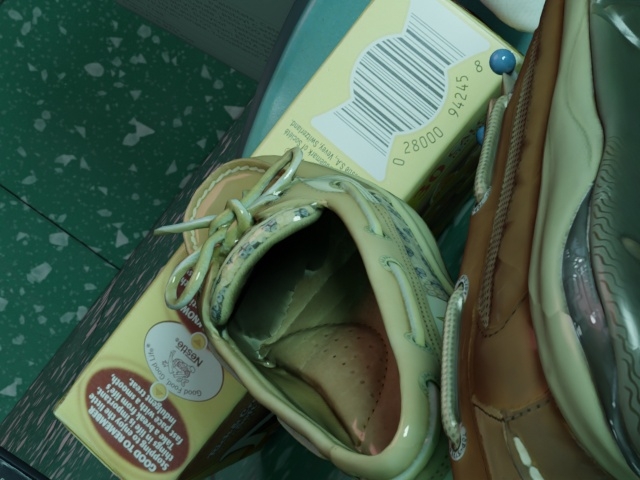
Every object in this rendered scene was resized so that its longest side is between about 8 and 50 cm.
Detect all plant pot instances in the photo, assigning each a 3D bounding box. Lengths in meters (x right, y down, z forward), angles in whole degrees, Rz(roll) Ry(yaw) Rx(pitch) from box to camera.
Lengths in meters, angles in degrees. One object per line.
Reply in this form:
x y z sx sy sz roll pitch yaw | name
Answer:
0.045 -0.115 0.932 0.234 0.166 0.165 -57 10 11 | plant pot

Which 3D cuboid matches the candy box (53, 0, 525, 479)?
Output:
0.000 0.000 0.779 0.316 0.087 0.183 -50 -12 12 | candy box

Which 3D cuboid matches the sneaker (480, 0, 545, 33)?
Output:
0.198 -0.240 0.795 0.297 0.129 0.111 -33 14 6 | sneaker

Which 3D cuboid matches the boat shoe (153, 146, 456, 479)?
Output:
0.001 0.024 0.567 0.104 0.089 0.285 -57 36 4 | boat shoe

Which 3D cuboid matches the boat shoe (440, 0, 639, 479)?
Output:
0.104 -0.020 0.473 0.120 0.123 0.324 -49 11 40 | boat shoe

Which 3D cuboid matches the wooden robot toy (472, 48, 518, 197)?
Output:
0.117 -0.034 0.635 0.173 0.079 0.076 79 -170 -73 | wooden robot toy

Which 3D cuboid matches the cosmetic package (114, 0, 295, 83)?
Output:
-0.031 -0.365 1.212 0.329 0.327 0.393 -56 -16 -10 | cosmetic package

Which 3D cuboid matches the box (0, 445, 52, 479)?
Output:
-0.343 0.302 1.268 0.207 0.153 0.108 -55 10 -12 | box
